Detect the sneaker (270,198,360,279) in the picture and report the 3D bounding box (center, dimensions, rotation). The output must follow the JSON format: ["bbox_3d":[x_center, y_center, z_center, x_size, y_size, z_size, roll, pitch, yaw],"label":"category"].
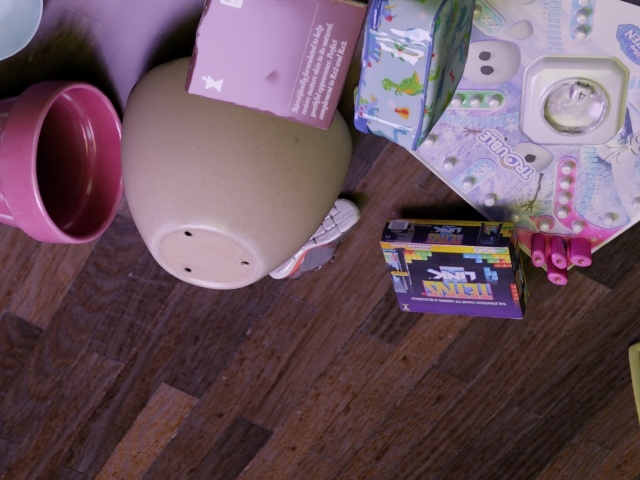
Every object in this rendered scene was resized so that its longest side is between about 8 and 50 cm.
[{"bbox_3d":[0.000,0.000,1.835,0.158,0.061,0.065,-35,144,29],"label":"sneaker"}]

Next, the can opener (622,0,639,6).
[{"bbox_3d":[0.419,-0.276,1.511,0.280,0.093,0.074,11,86,-21],"label":"can opener"}]

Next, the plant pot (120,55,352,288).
[{"bbox_3d":[-0.115,-0.055,1.658,0.284,0.191,0.284,8,147,5],"label":"plant pot"}]

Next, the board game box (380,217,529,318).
[{"bbox_3d":[0.175,0.036,1.802,0.170,0.048,0.141,2,137,22],"label":"board game box"}]

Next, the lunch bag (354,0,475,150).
[{"bbox_3d":[0.109,-0.221,1.500,0.090,0.176,0.219,22,143,14],"label":"lunch bag"}]

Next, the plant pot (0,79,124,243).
[{"bbox_3d":[-0.366,-0.097,1.712,0.180,0.201,0.201,2,129,24],"label":"plant pot"}]

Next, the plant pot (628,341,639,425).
[{"bbox_3d":[0.562,0.246,1.854,0.228,0.227,0.207,-20,129,20],"label":"plant pot"}]

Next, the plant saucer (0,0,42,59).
[{"bbox_3d":[-0.420,-0.302,1.645,0.195,0.037,0.195,3,128,4],"label":"plant saucer"}]

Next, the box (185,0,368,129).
[{"bbox_3d":[-0.040,-0.260,1.533,0.167,0.203,0.168,15,129,-5],"label":"box"}]

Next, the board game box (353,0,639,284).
[{"bbox_3d":[0.305,-0.159,1.672,0.390,0.050,0.390,39,122,-22],"label":"board game box"}]
